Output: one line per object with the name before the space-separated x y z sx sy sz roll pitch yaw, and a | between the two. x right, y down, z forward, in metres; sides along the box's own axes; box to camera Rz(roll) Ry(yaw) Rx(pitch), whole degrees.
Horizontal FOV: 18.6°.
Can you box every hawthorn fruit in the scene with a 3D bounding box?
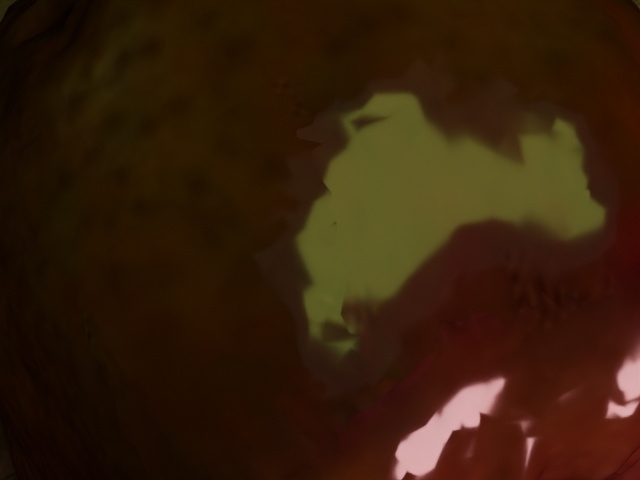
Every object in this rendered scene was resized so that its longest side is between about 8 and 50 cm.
hawthorn fruit | 0.000 0.000 1.070 0.472 0.472 0.471 7 65 -17
